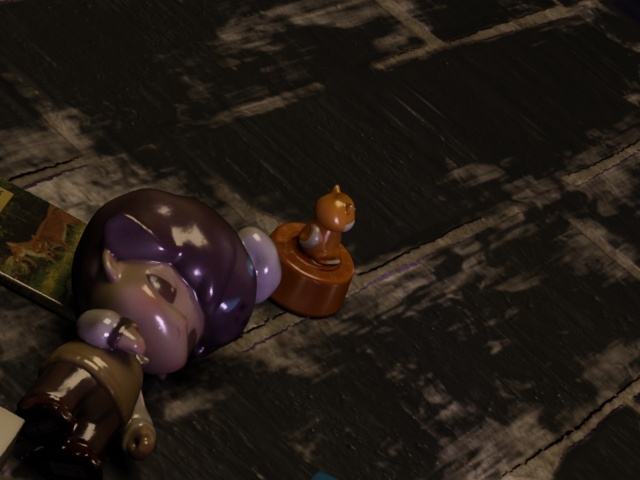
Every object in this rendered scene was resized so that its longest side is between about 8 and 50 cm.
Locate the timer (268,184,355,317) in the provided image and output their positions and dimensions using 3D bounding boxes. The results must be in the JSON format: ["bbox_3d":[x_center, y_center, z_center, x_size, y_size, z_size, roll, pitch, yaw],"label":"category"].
[{"bbox_3d":[0.000,0.000,2.329,0.132,0.152,0.132,21,33,-14],"label":"timer"}]

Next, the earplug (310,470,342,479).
[{"bbox_3d":[0.100,0.345,1.883,0.273,0.132,0.132,20,30,12],"label":"earplug"}]

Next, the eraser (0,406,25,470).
[{"bbox_3d":[-0.441,0.162,1.813,0.279,0.081,0.124,30,32,0],"label":"eraser"}]

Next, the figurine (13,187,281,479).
[{"bbox_3d":[-0.192,0.089,1.986,0.218,0.206,0.365,49,28,-20],"label":"figurine"}]

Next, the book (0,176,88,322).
[{"bbox_3d":[-0.345,0.004,2.168,0.228,0.024,0.160,29,34,-2],"label":"book"}]
